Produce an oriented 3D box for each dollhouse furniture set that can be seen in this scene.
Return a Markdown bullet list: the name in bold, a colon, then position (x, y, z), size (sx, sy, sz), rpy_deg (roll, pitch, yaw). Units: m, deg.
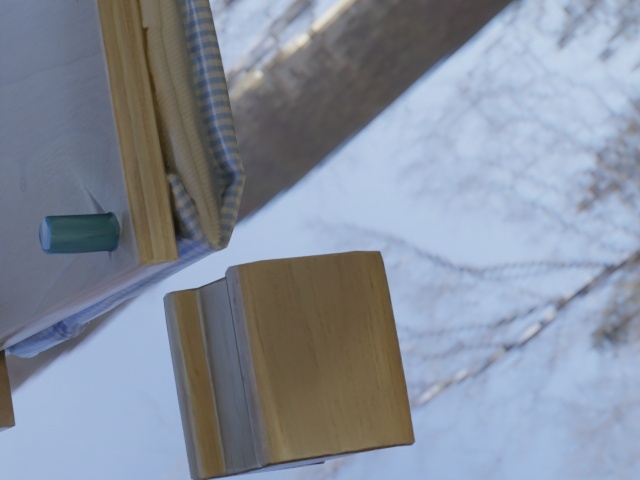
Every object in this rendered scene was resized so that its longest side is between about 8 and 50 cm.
- **dollhouse furniture set**: position (0.000, 0.000, 0.501), size (0.198, 0.286, 0.303), rpy_deg (-5, -102, -31)
